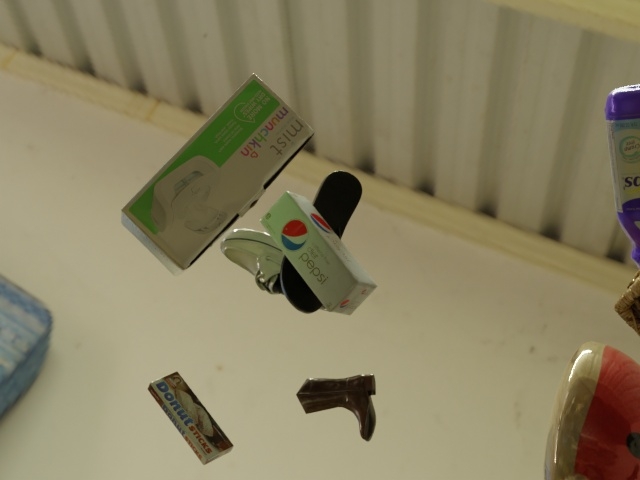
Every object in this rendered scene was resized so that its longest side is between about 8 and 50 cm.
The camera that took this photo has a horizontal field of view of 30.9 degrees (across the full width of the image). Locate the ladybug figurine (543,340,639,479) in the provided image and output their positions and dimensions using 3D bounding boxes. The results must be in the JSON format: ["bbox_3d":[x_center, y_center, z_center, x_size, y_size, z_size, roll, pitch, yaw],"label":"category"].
[{"bbox_3d":[0.481,0.336,1.946,0.161,0.449,0.305,4,-73,20],"label":"ladybug figurine"}]

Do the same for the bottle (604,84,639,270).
[{"bbox_3d":[0.423,-0.053,1.429,0.118,0.092,0.283,-4,-79,22],"label":"bottle"}]

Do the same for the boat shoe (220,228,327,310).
[{"bbox_3d":[-0.078,0.055,2.102,0.258,0.084,0.095,17,-36,21],"label":"boat shoe"}]

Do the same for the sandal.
[{"bbox_3d":[-0.001,-0.001,1.980,0.097,0.255,0.054,18,-6,-12],"label":"sandal"}]

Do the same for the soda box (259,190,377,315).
[{"bbox_3d":[-0.005,0.020,1.897,0.216,0.074,0.069,51,19,27],"label":"soda box"}]

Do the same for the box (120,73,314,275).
[{"bbox_3d":[-0.150,-0.082,1.640,0.127,0.262,0.231,44,-8,-4],"label":"box"}]

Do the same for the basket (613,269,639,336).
[{"bbox_3d":[0.626,0.096,1.672,0.299,0.223,0.213,41,-16,-1],"label":"basket"}]

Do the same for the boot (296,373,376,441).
[{"bbox_3d":[0.020,0.240,1.644,0.114,0.106,0.037,-7,-39,15],"label":"boot"}]

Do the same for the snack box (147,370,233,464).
[{"bbox_3d":[-0.231,0.313,2.051,0.178,0.064,0.022,49,-44,22],"label":"snack box"}]
